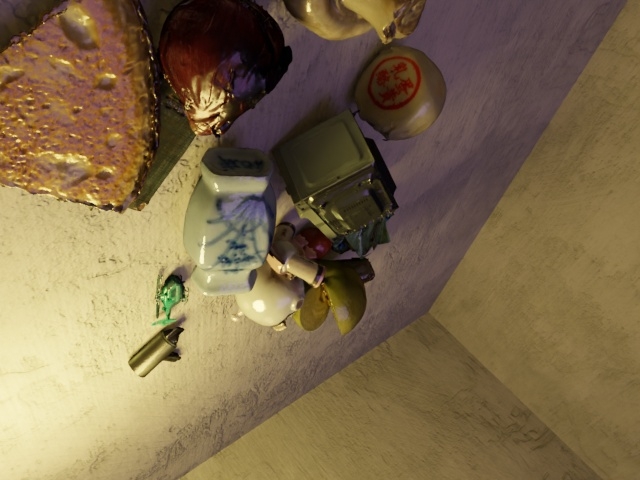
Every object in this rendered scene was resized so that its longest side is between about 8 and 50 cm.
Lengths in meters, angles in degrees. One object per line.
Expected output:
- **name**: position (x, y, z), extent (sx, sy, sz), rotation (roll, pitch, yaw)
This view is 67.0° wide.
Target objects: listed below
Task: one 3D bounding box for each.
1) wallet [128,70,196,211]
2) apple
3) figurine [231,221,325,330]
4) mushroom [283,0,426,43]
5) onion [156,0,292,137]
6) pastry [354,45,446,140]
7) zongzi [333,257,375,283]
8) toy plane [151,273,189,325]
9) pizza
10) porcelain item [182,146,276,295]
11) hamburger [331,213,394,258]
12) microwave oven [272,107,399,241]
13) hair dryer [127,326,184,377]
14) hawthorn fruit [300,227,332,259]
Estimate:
- **wallet**: position (-0.365, -0.208, 1.051), extent (0.317, 0.044, 0.169), rotation (-50, 152, 9)
- **apple**: position (0.024, 0.209, 1.785), extent (0.292, 0.292, 0.254), rotation (-36, 139, -17)
- **figurine**: position (-0.161, 0.124, 1.615), extent (0.211, 0.253, 0.361), rotation (0, 138, -33)
- **mushroom**: position (0.076, -0.522, 0.944), extent (0.298, 0.290, 0.297), rotation (-34, 153, -20)
- **onion**: position (-0.177, -0.354, 0.929), extent (0.281, 0.222, 0.280), rotation (17, 90, -75)
- **pastry**: position (0.223, -0.414, 1.370), extent (0.133, 0.265, 0.264), rotation (-2, 131, -57)
- **zongzi**: position (0.050, 0.130, 1.963), extent (0.274, 0.145, 0.300), rotation (-25, 151, 21)
- **toy plane**: position (-0.457, 0.181, 1.467), extent (0.096, 0.060, 0.234), rotation (-13, 137, -35)
- **pizza**: position (-0.431, -0.210, 0.875), extent (0.435, 0.080, 0.391), rotation (-38, 143, -7)
- **porcelain item**: position (-0.234, -0.038, 1.269), extent (0.243, 0.178, 0.404), rotation (-2, 134, -20)
- **hamburger**: position (0.174, -0.022, 1.967), extent (0.276, 0.150, 0.261), rotation (-52, 151, 16)
- **microwave oven**: position (0.064, -0.167, 1.441), extent (0.287, 0.218, 0.355), rotation (-26, 156, 9)
- **hair dryer**: position (-0.520, 0.379, 1.671), extent (0.196, 0.078, 0.248), rotation (-42, 163, -6)
- **hawthorn fruit**: position (-0.011, 0.012, 1.767), extent (0.140, 0.125, 0.125), rotation (3, 135, -15)
